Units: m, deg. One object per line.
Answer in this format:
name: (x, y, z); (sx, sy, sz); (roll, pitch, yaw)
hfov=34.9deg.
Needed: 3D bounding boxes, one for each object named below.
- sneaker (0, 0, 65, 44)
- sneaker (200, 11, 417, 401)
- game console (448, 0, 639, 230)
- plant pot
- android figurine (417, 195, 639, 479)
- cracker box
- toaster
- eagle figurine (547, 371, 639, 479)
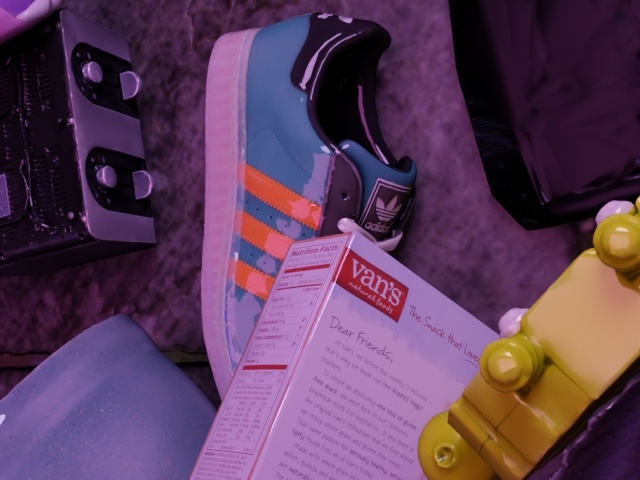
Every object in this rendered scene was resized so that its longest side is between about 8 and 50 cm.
sneaker: (-0.240, -0.219, 0.716); (0.095, 0.105, 0.236); (-24, 42, 6)
sneaker: (0.000, 0.000, 0.647); (0.121, 0.108, 0.302); (-8, 83, 30)
game console: (0.247, -0.146, 0.570); (0.361, 0.044, 0.213); (-16, 82, 26)
plant pot: (-0.134, 0.220, 0.624); (0.196, 0.293, 0.293); (36, 104, 6)
android figurine: (0.145, 0.032, 0.484); (0.056, 0.273, 0.248); (46, 108, 20)
cracker box: (0.015, 0.133, 0.557); (0.067, 0.155, 0.232); (-9, 51, 54)
toaster: (-0.218, -0.059, 0.754); (0.185, 0.110, 0.168); (-13, 81, 25)
eagle figurine: (0.239, 0.047, 0.403); (0.298, 0.226, 0.225); (-18, 51, 49)
